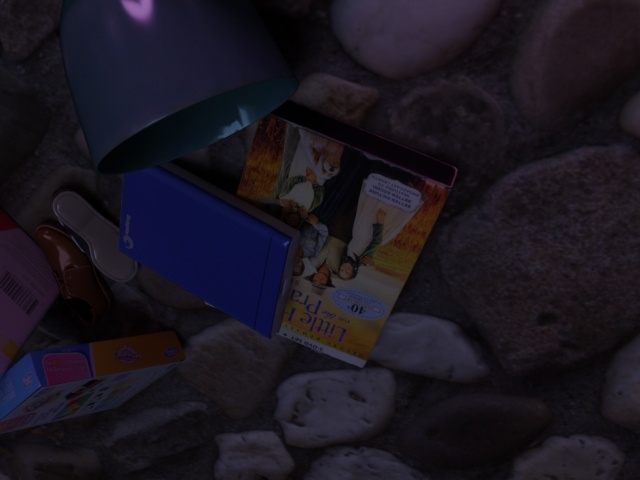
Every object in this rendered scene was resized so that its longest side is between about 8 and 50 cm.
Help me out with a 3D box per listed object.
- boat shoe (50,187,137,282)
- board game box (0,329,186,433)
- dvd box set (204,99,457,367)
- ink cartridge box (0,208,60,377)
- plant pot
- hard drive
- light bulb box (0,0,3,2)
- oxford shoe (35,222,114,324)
[{"bbox_3d":[-0.395,-0.012,1.673,0.206,0.075,0.065,53,167,-29],"label":"boat shoe"},{"bbox_3d":[-0.439,0.258,1.736,0.242,0.316,0.064,-36,70,35],"label":"board game box"},{"bbox_3d":[0.000,0.000,1.539,0.308,0.062,0.420,23,130,1],"label":"dvd box set"},{"bbox_3d":[-0.649,0.115,1.627,0.160,0.384,0.279,-26,114,32],"label":"ink cartridge box"},{"bbox_3d":[-0.210,-0.253,1.274,0.293,0.293,0.235,-26,88,32],"label":"plant pot"},{"bbox_3d":[-0.189,0.003,1.550,0.319,0.040,0.210,28,130,19],"label":"hard drive"},{"bbox_3d":[-0.344,-0.533,1.135,0.358,0.225,0.361,-21,117,30],"label":"light bulb box"},{"bbox_3d":[-0.449,0.062,1.725,0.076,0.076,0.212,-15,119,29],"label":"oxford shoe"}]
